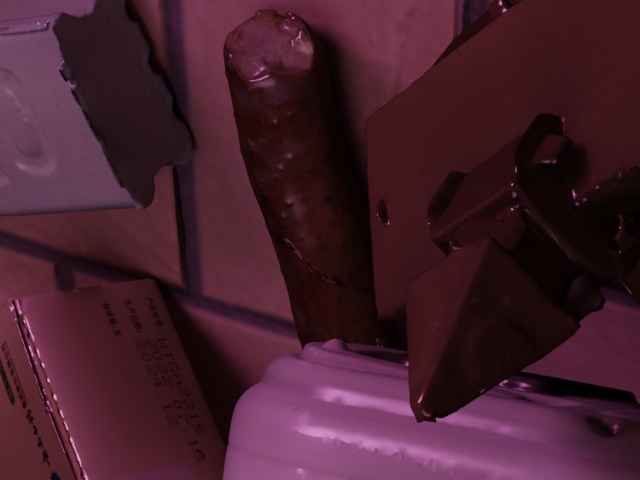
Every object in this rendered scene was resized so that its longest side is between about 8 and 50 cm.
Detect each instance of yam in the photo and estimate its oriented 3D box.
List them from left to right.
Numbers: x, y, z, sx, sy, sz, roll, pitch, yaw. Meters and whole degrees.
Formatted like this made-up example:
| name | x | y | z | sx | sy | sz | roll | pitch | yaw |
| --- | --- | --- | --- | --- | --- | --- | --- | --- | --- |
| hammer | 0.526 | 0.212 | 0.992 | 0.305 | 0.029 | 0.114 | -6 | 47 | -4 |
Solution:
| name | x | y | z | sx | sy | sz | roll | pitch | yaw |
| --- | --- | --- | --- | --- | --- | --- | --- | --- | --- |
| yam | 0.000 | 0.000 | 0.889 | 0.056 | 0.057 | 0.241 | 6 | 126 | 29 |

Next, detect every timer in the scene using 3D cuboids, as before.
| name | x | y | z | sx | sy | sz | roll | pitch | yaw |
| --- | --- | --- | --- | --- | --- | --- | --- | --- | --- |
| timer | 0.097 | 0.102 | 0.793 | 0.237 | 0.262 | 0.087 | 11 | 88 | 27 |

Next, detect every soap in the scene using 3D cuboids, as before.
| name | x | y | z | sx | sy | sz | roll | pitch | yaw |
| --- | --- | --- | --- | --- | --- | --- | --- | --- | --- |
| soap | -0.175 | -0.070 | 0.938 | 0.198 | 0.063 | 0.114 | -3 | 124 | 35 |

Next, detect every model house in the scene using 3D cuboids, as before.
| name | x | y | z | sx | sy | sz | roll | pitch | yaw |
| --- | --- | --- | --- | --- | --- | --- | --- | --- | --- |
| model house | 0.101 | 0.003 | 0.689 | 0.176 | 0.248 | 0.181 | 47 | 136 | -9 |

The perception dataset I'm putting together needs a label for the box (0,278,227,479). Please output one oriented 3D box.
| name | x | y | z | sx | sy | sz | roll | pitch | yaw |
| --- | --- | --- | --- | --- | --- | --- | --- | --- | --- |
| box | -0.121 | 0.154 | 0.994 | 0.212 | 0.095 | 0.168 | 64 | 144 | 24 |
